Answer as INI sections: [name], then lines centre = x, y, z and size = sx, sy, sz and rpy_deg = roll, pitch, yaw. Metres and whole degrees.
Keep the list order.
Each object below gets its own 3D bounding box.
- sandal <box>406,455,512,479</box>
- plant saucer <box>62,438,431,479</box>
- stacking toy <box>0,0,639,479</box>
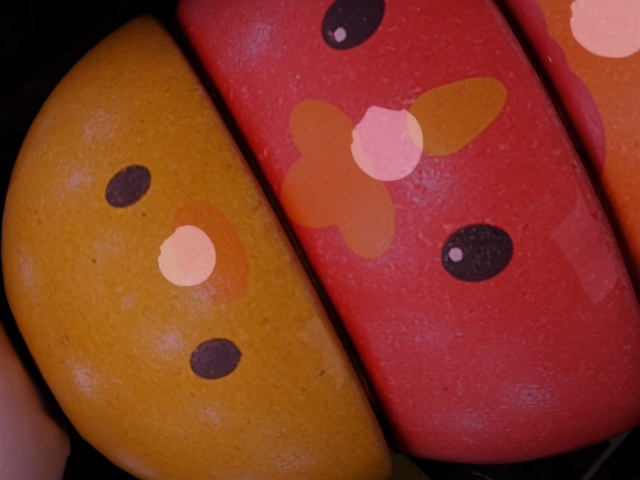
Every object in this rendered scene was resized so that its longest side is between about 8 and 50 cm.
[sandal]
centre = -0.016, 0.181, 0.969
size = 0.254, 0.054, 0.097
rpy_deg = -34, 118, 23
[plant saucer]
centre = -0.060, 0.125, 0.818
size = 0.188, 0.188, 0.045
rpy_deg = -46, 132, -67
[stacking toy]
centre = 0.000, 0.000, 0.754
size = 0.480, 0.350, 0.350
rpy_deg = -30, 143, -5
